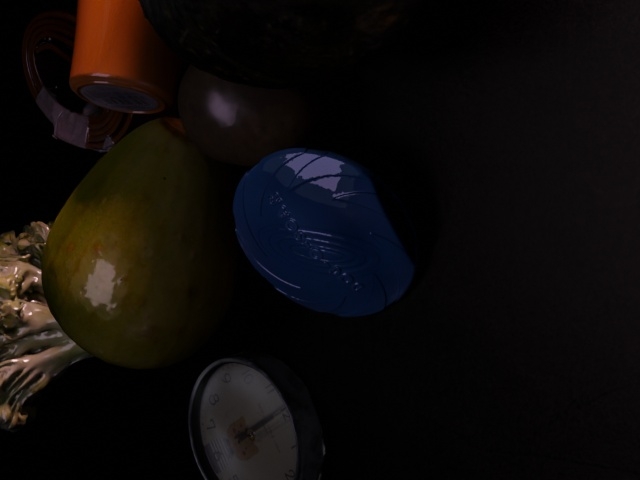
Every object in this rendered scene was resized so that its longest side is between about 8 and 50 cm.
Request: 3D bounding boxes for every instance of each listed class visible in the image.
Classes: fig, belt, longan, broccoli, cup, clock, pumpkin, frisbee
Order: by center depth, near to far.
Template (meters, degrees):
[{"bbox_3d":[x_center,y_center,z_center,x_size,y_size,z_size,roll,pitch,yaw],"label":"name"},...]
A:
[{"bbox_3d":[-0.036,-0.383,1.612,0.454,0.344,0.455,18,111,58],"label":"pumpkin"},{"bbox_3d":[0.000,0.000,1.785,0.242,0.045,0.242,14,130,17],"label":"frisbee"},{"bbox_3d":[-0.086,-0.168,1.823,0.187,0.167,0.167,34,121,22],"label":"longan"},{"bbox_3d":[-0.234,-0.297,1.879,0.226,0.182,0.264,155,126,-69],"label":"cup"},{"bbox_3d":[-0.217,0.001,1.937,0.258,0.258,0.326,25,96,38],"label":"fig"},{"bbox_3d":[-0.090,0.261,1.994,0.226,0.049,0.226,12,107,43],"label":"clock"},{"bbox_3d":[-0.312,-0.227,2.075,0.261,0.105,0.184,37,124,32],"label":"belt"},{"bbox_3d":[-0.396,0.117,2.133,0.245,0.248,0.288,-8,98,40],"label":"broccoli"}]
